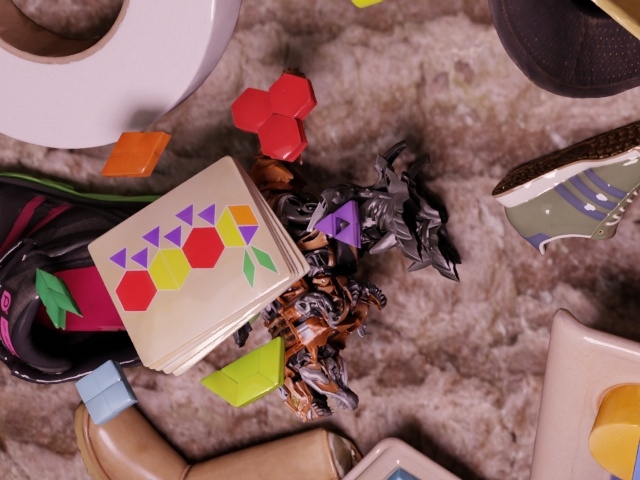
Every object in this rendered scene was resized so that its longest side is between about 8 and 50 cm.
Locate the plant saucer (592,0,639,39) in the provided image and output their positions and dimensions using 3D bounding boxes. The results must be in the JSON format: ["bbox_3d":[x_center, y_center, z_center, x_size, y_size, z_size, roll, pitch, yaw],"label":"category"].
[{"bbox_3d":[0.414,-0.242,1.515,0.332,0.081,0.333,38,100,-10],"label":"plant saucer"}]

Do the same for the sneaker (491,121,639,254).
[{"bbox_3d":[0.258,-0.045,1.760,0.192,0.064,0.086,-21,110,30],"label":"sneaker"}]

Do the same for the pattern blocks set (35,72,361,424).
[{"bbox_3d":[-0.112,0.019,1.780,0.324,0.026,0.285,-24,75,17],"label":"pattern blocks set"}]

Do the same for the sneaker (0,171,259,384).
[{"bbox_3d":[-0.298,0.039,1.956,0.482,0.202,0.185,-2,110,25],"label":"sneaker"}]

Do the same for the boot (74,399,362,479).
[{"bbox_3d":[-0.097,0.234,2.025,0.269,0.089,0.236,-16,117,30],"label":"boot"}]

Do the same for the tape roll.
[{"bbox_3d":[-0.263,-0.280,1.880,0.392,0.072,0.392,10,116,20],"label":"tape roll"}]

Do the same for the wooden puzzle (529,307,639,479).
[{"bbox_3d":[0.351,0.233,1.755,0.347,0.080,0.322,21,144,17],"label":"wooden puzzle"}]

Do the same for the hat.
[{"bbox_3d":[0.241,-0.286,1.597,0.134,0.331,0.331,49,133,46],"label":"hat"}]

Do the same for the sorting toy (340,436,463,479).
[{"bbox_3d":[0.088,0.308,1.949,0.208,0.038,0.193,32,120,-19],"label":"sorting toy"}]

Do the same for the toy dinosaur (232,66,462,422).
[{"bbox_3d":[0.000,0.000,1.814,0.218,0.164,0.322,-13,100,18],"label":"toy dinosaur"}]

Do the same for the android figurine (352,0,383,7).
[{"bbox_3d":[0.036,-0.337,1.730,0.273,0.056,0.248,-17,104,29],"label":"android figurine"}]
